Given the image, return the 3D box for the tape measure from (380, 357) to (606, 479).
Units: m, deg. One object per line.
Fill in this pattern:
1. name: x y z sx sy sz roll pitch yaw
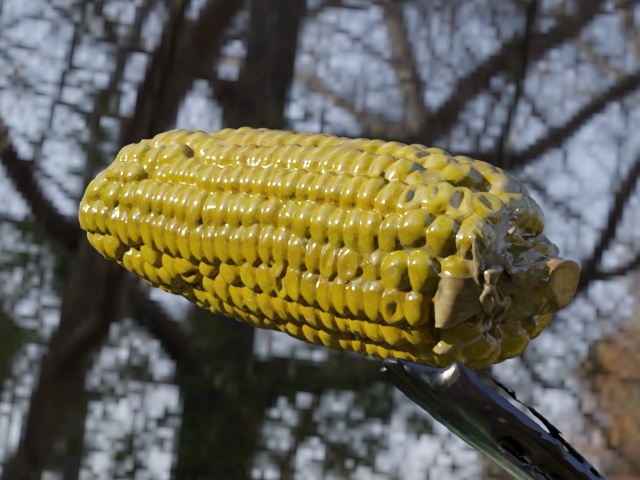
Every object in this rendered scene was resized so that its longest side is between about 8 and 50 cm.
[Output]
1. tape measure: 0.120 0.212 0.684 0.351 0.215 0.098 33 8 -3

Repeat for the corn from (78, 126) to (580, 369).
1. corn: 0.000 0.000 0.874 0.262 0.097 0.097 10 -9 40
